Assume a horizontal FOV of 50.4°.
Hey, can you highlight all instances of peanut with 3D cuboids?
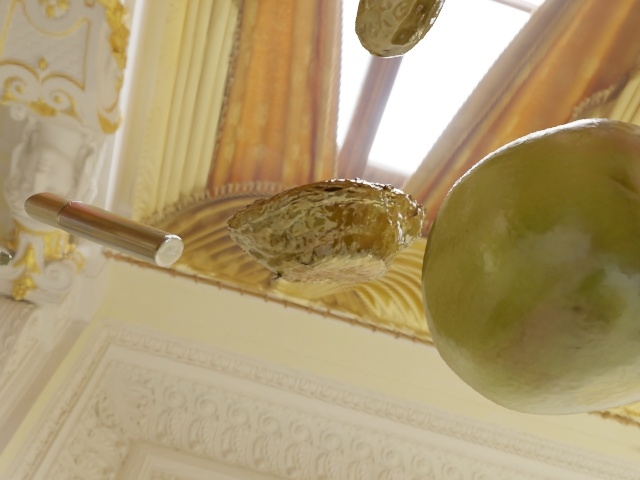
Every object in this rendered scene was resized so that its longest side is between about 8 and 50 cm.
[{"bbox_3d":[0.117,-0.311,0.772,0.098,0.229,0.103,2,-134,-42],"label":"peanut"}]

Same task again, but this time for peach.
[{"bbox_3d":[0.261,0.038,0.721,0.314,0.316,0.281,58,-145,-8],"label":"peach"}]

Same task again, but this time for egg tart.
[{"bbox_3d":[0.000,0.000,1.233,0.340,0.152,0.352,-13,162,27],"label":"egg tart"}]

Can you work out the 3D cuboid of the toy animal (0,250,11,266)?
[{"bbox_3d":[-0.540,0.052,0.933,0.225,0.093,0.121,-25,-123,-35],"label":"toy animal"}]

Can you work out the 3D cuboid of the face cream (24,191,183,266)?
[{"bbox_3d":[-0.422,-0.024,1.339,0.285,0.067,0.139,19,-178,8],"label":"face cream"}]
